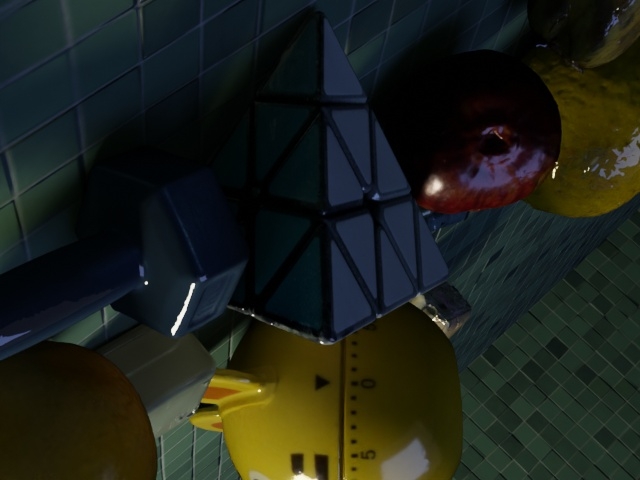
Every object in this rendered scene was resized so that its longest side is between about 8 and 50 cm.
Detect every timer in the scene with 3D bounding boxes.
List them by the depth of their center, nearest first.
[{"bbox_3d":[-0.009,0.230,1.452,0.387,0.376,0.376,-1,159,2],"label":"timer"}]

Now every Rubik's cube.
[{"bbox_3d":[-0.014,-0.014,0.972,0.233,0.229,0.228,-42,166,-23],"label":"Rubik's cube"}]

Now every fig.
[{"bbox_3d":[0.159,-0.135,1.268,0.204,0.186,0.249,-24,-157,-7],"label":"fig"}]

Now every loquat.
[{"bbox_3d":[-0.242,0.193,0.956,0.208,0.208,0.208,-41,162,-16],"label":"loquat"}]

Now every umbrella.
[{"bbox_3d":[0.164,-0.041,1.637,0.250,0.052,0.053,-12,98,-59],"label":"umbrella"}]

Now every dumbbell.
[{"bbox_3d":[-0.207,0.043,0.799,0.325,0.160,0.144,-30,126,-41],"label":"dumbbell"}]

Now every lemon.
[{"bbox_3d":[0.363,-0.170,1.489,0.253,0.253,0.310,-25,151,-49],"label":"lemon"}]

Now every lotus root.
[{"bbox_3d":[0.356,-0.332,1.257,0.160,0.152,0.275,-18,155,-52],"label":"lotus root"}]

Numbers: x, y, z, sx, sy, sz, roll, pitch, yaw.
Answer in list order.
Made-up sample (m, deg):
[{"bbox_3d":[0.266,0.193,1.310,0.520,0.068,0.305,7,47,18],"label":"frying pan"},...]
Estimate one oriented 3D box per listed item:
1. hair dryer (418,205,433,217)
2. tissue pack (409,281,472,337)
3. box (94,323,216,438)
[{"bbox_3d":[0.116,-0.030,1.497,0.150,0.047,0.071,-18,154,-17],"label":"hair dryer"},{"bbox_3d":[0.143,0.189,2.004,0.257,0.123,0.215,-44,167,18],"label":"tissue pack"},{"bbox_3d":[-0.198,0.165,1.184,0.172,0.093,0.124,-31,157,-41],"label":"box"}]
